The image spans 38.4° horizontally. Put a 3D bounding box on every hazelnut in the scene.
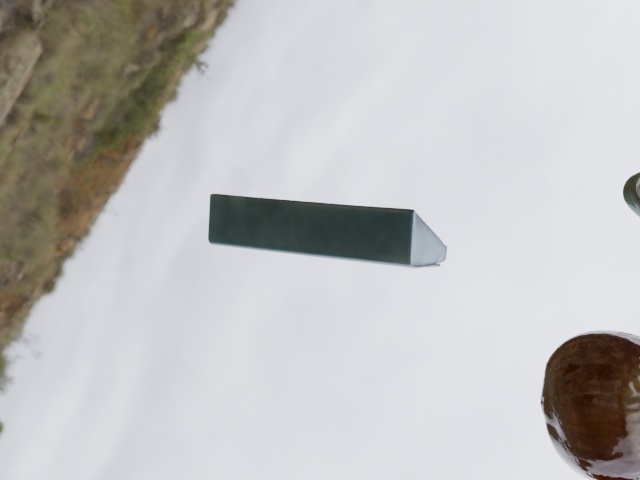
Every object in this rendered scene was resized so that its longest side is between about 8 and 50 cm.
[{"bbox_3d":[0.287,0.167,0.916,0.143,0.143,0.154,179,-95,-66],"label":"hazelnut"}]

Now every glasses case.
[{"bbox_3d":[0.000,0.000,1.041,0.266,0.105,0.056,6,-111,32],"label":"glasses case"}]

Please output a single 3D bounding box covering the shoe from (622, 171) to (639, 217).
[{"bbox_3d":[0.517,-0.033,1.285,0.079,0.195,0.078,-53,177,-13],"label":"shoe"}]
